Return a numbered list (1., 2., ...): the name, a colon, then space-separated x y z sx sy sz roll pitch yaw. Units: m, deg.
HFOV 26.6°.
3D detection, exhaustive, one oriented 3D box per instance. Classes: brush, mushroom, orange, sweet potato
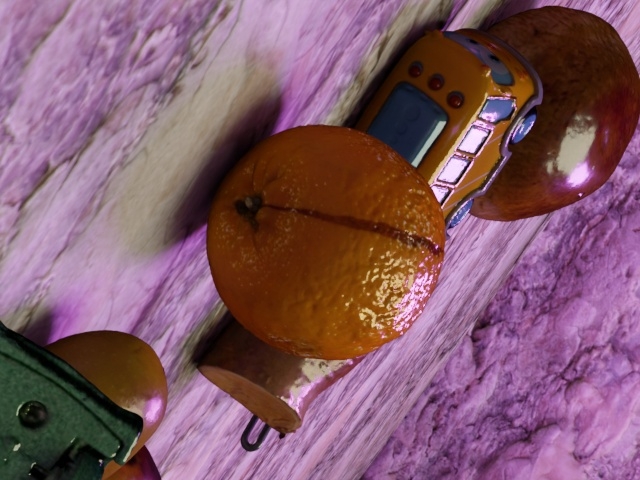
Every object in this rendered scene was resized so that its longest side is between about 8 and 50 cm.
1. brush: -0.023 0.123 1.463 0.027 0.062 0.266 86 24 -43
2. mushroom: 0.249 -0.134 1.525 0.263 0.195 0.283 -58 166 3
3. orange: 0.000 0.000 1.054 0.193 0.193 0.161 -55 148 13
4. sweet potato: 0.028 0.044 1.384 0.337 0.131 0.131 -48 166 -13

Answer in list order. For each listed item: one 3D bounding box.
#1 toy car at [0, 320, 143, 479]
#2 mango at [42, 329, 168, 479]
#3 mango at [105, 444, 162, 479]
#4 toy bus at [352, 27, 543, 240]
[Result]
1. toy car: -0.259 0.198 0.846 0.321 0.141 0.097 -52 -166 0
2. mango: -0.207 0.151 0.960 0.227 0.099 0.136 -42 170 -8
3. mango: -0.197 0.247 1.201 0.267 0.111 0.133 97 18 -63
4. toy bus: 0.103 -0.102 1.279 0.209 0.126 0.136 -56 158 17
